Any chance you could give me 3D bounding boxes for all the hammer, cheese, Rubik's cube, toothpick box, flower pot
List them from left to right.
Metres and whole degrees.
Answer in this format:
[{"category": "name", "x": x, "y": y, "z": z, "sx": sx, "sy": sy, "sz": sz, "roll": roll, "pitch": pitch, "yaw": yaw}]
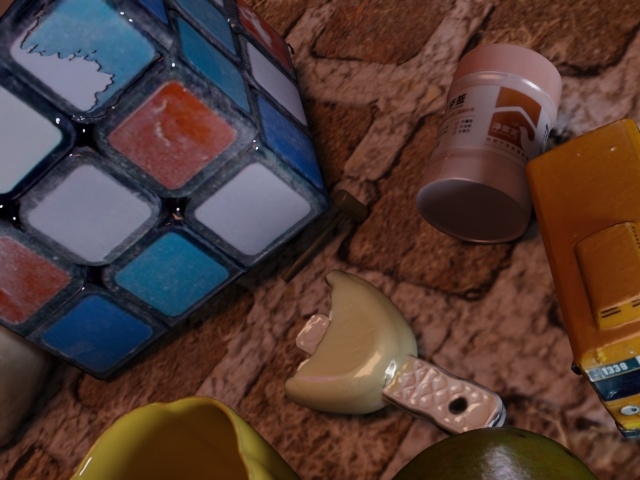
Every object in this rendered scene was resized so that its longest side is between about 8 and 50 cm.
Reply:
[{"category": "Rubik's cube", "x": -0.241, "y": -0.125, "z": 0.974, "sx": 0.363, "sy": 0.359, "sz": 0.362, "roll": -41, "pitch": 39, "yaw": 17}, {"category": "flower pot", "x": -0.073, "y": 0.233, "z": 0.655, "sx": 0.195, "sy": 0.179, "sz": 0.195, "roll": -25, "pitch": 42, "yaw": 25}, {"category": "hammer", "x": 0.000, "y": 0.000, "z": 0.923, "sx": 0.110, "sy": 0.035, "sz": 0.019, "roll": -49, "pitch": 36, "yaw": 8}, {"category": "cheese", "x": 0.056, "y": 0.104, "z": 0.761, "sx": 0.235, "sy": 0.050, "sz": 0.127, "roll": 20, "pitch": 68, "yaw": 47}, {"category": "toothpick box", "x": 0.148, "y": -0.084, "z": 0.810, "sx": 0.098, "sy": 0.098, "sz": 0.149, "roll": -4, "pitch": 55, "yaw": 39}]

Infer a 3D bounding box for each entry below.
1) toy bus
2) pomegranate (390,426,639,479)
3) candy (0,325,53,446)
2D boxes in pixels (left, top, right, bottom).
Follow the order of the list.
[{"category": "toy bus", "x": 0.215, "y": 0.021, "z": 0.646, "sx": 0.098, "sy": 0.114, "sz": 0.201, "roll": -25, "pitch": 43, "yaw": 23}, {"category": "pomegranate", "x": 0.137, "y": 0.184, "z": 0.535, "sx": 0.224, "sy": 0.181, "sz": 0.181, "roll": -26, "pitch": 40, "yaw": -1}, {"category": "candy", "x": -0.485, "y": 0.112, "z": 1.130, "sx": 0.386, "sy": 0.186, "sz": 0.427, "roll": -34, "pitch": 36, "yaw": 18}]
